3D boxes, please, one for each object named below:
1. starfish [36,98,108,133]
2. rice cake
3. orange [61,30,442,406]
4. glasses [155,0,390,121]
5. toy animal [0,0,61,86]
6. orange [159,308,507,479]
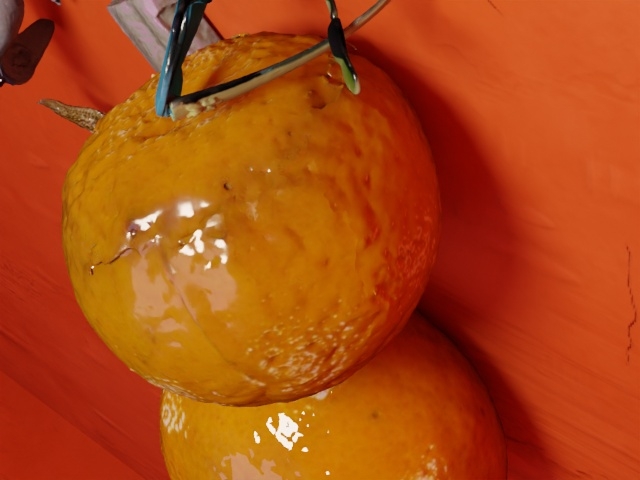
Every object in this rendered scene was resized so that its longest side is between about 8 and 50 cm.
[{"bbox_3d":[-0.237,-0.100,1.446,0.236,0.062,0.277,7,144,51],"label":"starfish"},{"bbox_3d":[-0.107,-0.148,1.190,0.298,0.050,0.106,54,153,-19],"label":"rice cake"},{"bbox_3d":[-0.054,-0.009,0.993,0.340,0.340,0.293,14,143,48],"label":"orange"},{"bbox_3d":[-0.028,-0.195,0.841,0.207,0.239,0.102,4,158,28],"label":"glasses"},{"bbox_3d":[-0.385,-0.259,1.271,0.255,0.176,0.239,57,-176,37],"label":"toy animal"},{"bbox_3d":[0.002,0.234,1.292,0.424,0.326,0.424,34,155,18],"label":"orange"}]
